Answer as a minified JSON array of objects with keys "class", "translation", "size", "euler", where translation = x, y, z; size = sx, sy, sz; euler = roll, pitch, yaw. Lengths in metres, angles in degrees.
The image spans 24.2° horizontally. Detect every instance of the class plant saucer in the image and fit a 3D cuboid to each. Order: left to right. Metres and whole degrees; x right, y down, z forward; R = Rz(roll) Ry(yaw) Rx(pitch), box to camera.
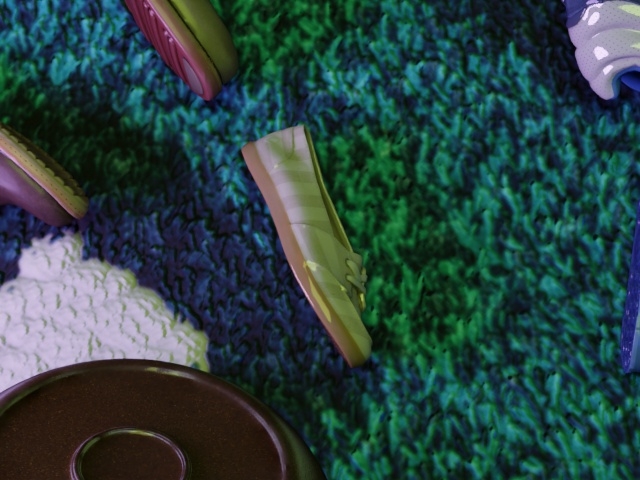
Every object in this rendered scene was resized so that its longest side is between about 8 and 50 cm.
[{"class":"plant saucer","translation":[-0.139,0.181,1.095],"size":[0.311,0.050,0.310],"euler":[5,34,-4]}]

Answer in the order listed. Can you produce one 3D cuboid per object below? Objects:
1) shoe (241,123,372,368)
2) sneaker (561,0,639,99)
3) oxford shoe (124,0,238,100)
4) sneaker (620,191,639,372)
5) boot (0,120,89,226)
[{"class":"shoe","translation":[0.000,0.000,1.221],"size":[0.058,0.076,0.219],"euler":[-25,68,2]},{"class":"sneaker","translation":[0.358,-0.203,1.248],"size":[0.323,0.130,0.236],"euler":[-1,92,-11]},{"class":"oxford shoe","translation":[-0.134,-0.285,1.313],"size":[0.130,0.123,0.348],"euler":[-23,71,-8]},{"class":"sneaker","translation":[0.298,-0.002,1.177],"size":[0.090,0.081,0.232],"euler":[9,92,1]},{"class":"boot","translation":[-0.340,-0.022,1.277],"size":[0.248,0.090,0.207],"euler":[33,89,14]}]
